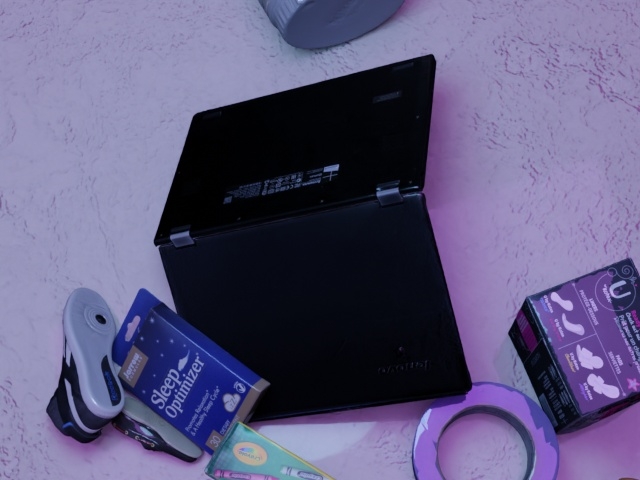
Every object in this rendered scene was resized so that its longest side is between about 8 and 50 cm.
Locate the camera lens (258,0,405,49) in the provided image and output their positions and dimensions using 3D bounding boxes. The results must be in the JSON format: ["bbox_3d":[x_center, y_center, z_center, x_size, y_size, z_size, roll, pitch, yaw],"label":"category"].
[{"bbox_3d":[-0.012,-0.444,1.661,0.219,0.219,0.274,-22,75,-2],"label":"camera lens"}]

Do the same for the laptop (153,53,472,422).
[{"bbox_3d":[0.000,0.000,1.578,0.382,0.236,0.407,-11,45,22],"label":"laptop"}]

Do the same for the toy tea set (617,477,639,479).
[{"bbox_3d":[0.481,0.411,1.411,0.336,0.200,0.124,20,69,8],"label":"toy tea set"}]

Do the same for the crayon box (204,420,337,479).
[{"bbox_3d":[-0.002,0.341,1.477,0.278,0.165,0.081,29,79,11],"label":"crayon box"}]

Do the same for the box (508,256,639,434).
[{"bbox_3d":[0.344,0.142,1.465,0.142,0.247,0.163,-22,75,-1],"label":"box"}]

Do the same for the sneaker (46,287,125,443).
[{"bbox_3d":[-0.339,0.177,1.589,0.121,0.079,0.216,-46,43,29],"label":"sneaker"}]

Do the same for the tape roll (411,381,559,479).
[{"bbox_3d":[0.215,0.284,1.523,0.189,0.080,0.188,-1,75,3],"label":"tape roll"}]

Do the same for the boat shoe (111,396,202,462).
[{"bbox_3d":[-0.223,0.265,1.577,0.133,0.049,0.042,31,112,2],"label":"boat shoe"}]

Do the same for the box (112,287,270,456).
[{"bbox_3d":[-0.190,0.180,1.562,0.225,0.036,0.136,36,118,13],"label":"box"}]
